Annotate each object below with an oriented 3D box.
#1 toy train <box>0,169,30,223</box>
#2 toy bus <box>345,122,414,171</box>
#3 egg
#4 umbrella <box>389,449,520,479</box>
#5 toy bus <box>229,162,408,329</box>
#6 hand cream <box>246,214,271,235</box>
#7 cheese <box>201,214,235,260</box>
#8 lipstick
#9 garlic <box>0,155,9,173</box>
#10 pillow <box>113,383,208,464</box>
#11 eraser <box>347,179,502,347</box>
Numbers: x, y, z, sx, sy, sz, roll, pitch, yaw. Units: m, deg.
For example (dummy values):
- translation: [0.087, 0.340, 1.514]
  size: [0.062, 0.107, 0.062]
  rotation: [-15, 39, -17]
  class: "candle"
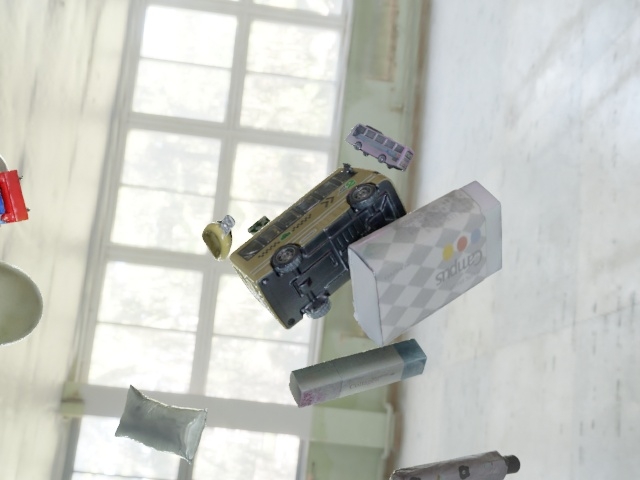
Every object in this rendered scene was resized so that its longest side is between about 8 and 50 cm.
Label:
- translation: [-0.544, -0.057, 1.311]
  size: [0.204, 0.131, 0.082]
  rotation: [-3, 100, 53]
  class: "toy train"
- translation: [0.105, -0.166, 1.472]
  size: [0.037, 0.131, 0.052]
  rotation: [22, -81, -53]
  class: "toy bus"
- translation: [-0.728, 0.129, 1.787]
  size: [0.188, 0.254, 0.188]
  rotation: [-52, 24, 35]
  class: "egg"
- translation: [0.291, 0.496, 1.752]
  size: [0.067, 0.337, 0.073]
  rotation: [43, 127, 50]
  class: "umbrella"
- translation: [0.000, 0.000, 1.755]
  size: [0.202, 0.365, 0.177]
  rotation: [34, 158, 51]
  class: "toy bus"
- translation: [-0.089, 0.031, 2.428]
  size: [0.095, 0.276, 0.059]
  rotation: [-43, -13, -41]
  class: "hand cream"
- translation: [-0.220, -0.015, 1.855]
  size: [0.086, 0.036, 0.162]
  rotation: [59, 149, 9]
  class: "cheese"
- translation: [0.087, 0.300, 1.884]
  size: [0.068, 0.317, 0.066]
  rotation: [-122, 30, -41]
  class: "lipstick"
- translation: [-0.657, -0.081, 1.478]
  size: [0.152, 0.228, 0.228]
  rotation: [53, 175, 0]
  class: "garlic"
- translation: [-0.408, 0.464, 2.111]
  size: [0.078, 0.254, 0.144]
  rotation: [10, -89, -65]
  class: "pillow"
- translation: [0.233, 0.039, 1.751]
  size: [0.082, 0.397, 0.213]
  rotation: [22, 128, 45]
  class: "eraser"
